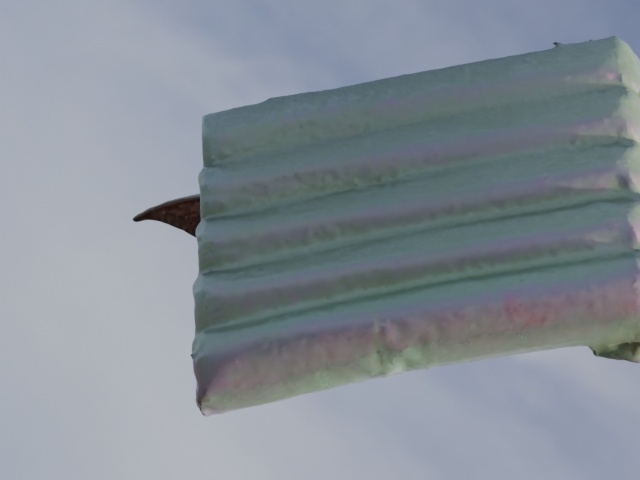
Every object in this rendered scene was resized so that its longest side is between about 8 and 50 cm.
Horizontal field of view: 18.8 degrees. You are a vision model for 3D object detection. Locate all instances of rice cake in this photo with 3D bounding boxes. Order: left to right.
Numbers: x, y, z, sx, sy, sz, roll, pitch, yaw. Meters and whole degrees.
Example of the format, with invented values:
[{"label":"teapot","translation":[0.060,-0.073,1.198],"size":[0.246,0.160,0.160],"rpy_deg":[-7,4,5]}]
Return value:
[{"label":"rice cake","translation":[0.045,-0.009,0.816],"size":[0.198,0.189,0.037],"rpy_deg":[-5,-46,7]}]

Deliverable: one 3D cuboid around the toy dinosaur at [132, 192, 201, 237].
[{"label":"toy dinosaur","translation":[0.000,0.001,1.123],"size":[0.220,0.032,0.108],"rpy_deg":[5,-69,0]}]
